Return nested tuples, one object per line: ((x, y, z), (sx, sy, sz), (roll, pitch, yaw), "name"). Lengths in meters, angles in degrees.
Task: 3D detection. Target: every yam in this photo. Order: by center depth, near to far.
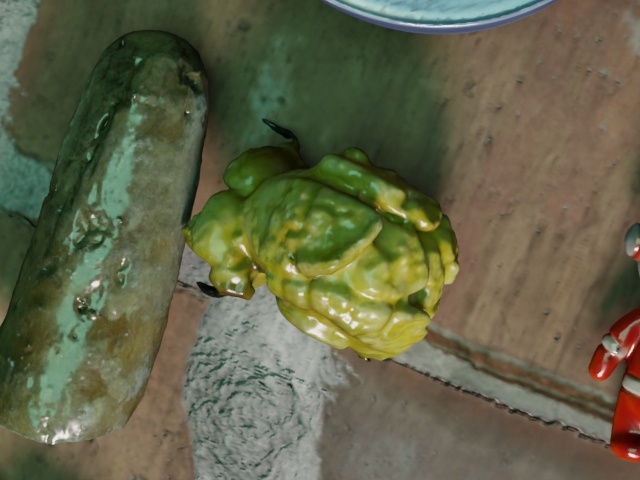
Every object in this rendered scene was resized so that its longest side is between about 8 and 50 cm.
((-0.170, -0.007, 1.346), (0.133, 0.133, 0.330), (17, 95, 7), "yam")

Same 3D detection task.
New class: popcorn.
((0.008, 0.001, 1.307), (0.195, 0.168, 0.173), (12, 93, 45), "popcorn")

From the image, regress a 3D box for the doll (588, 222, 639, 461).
((0.288, 0.056, 1.298), (0.142, 0.076, 0.245), (11, 103, 8), "doll")

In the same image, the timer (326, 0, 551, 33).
((0.068, -0.320, 1.199), (0.395, 0.173, 0.395), (0, 97, 3), "timer")
